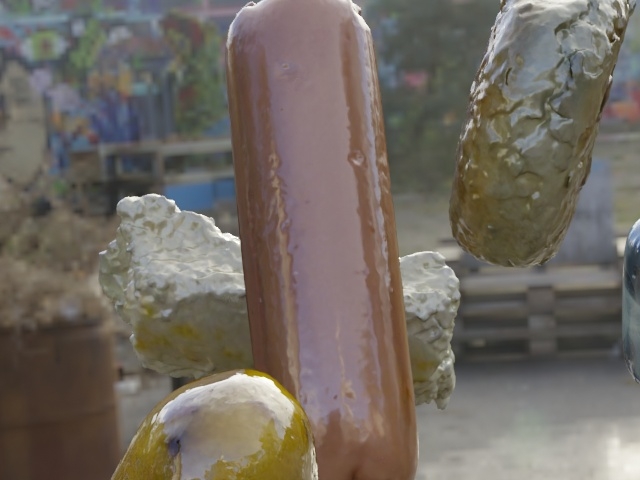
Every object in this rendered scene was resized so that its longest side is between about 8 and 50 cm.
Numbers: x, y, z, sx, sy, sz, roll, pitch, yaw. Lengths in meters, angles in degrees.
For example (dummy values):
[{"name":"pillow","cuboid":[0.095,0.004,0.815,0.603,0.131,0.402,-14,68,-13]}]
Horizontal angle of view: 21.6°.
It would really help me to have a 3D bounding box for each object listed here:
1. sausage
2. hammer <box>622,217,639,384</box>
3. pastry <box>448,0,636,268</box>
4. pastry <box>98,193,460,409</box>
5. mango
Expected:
[{"name":"sausage","cuboid":[-0.001,-0.001,0.904,0.086,0.289,0.086,-6,-13,-1]},{"name":"hammer","cuboid":[0.251,0.008,1.003,0.069,0.116,0.194,21,39,38]},{"name":"pastry","cuboid":[0.214,-0.127,1.670,0.136,0.330,0.329,17,10,9]},{"name":"pastry","cuboid":[-0.028,0.044,1.130,0.258,0.121,0.089,11,30,1]},{"name":"mango","cuboid":[-0.049,0.121,0.639,0.090,0.178,0.115,19,24,2]}]
